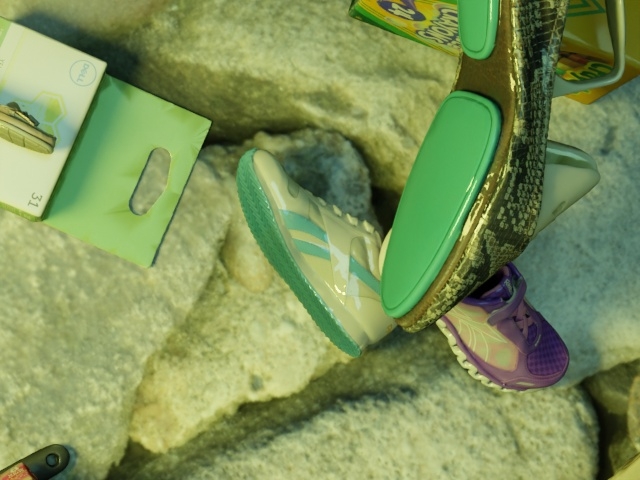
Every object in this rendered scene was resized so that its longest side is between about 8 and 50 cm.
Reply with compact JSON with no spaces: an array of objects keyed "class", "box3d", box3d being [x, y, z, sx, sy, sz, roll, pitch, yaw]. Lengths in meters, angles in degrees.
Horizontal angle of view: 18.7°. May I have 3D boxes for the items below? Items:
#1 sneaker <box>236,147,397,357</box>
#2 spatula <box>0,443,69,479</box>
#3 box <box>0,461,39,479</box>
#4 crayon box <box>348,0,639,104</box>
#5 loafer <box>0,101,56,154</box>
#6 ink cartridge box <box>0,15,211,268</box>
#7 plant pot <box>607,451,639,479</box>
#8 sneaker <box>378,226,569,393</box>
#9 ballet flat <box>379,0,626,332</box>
[{"class":"sneaker","box3d":[0.000,0.000,1.918,0.092,0.087,0.229,-37,97,-17]},{"class":"spatula","box3d":[-0.373,0.272,1.854,0.296,0.030,0.084,-27,92,-11]},{"class":"box","box3d":[-0.342,0.335,1.790,0.257,0.128,0.123,-33,108,-10]},{"class":"crayon box","box3d":[0.203,-0.221,1.905,0.322,0.203,0.083,19,82,-6]},{"class":"loafer","box3d":[-0.306,-0.122,1.848,0.125,0.045,0.039,22,74,0]},{"class":"ink cartridge box","box3d":[-0.244,-0.095,1.903,0.235,0.056,0.171,23,81,-3]},{"class":"plant pot","box3d":[0.438,0.289,1.853,0.334,0.334,0.305,-40,79,-10]},{"class":"sneaker","box3d":[0.167,0.065,1.895,0.236,0.104,0.095,41,59,-22]},{"class":"ballet flat","box3d":[0.185,-0.141,1.745,0.182,0.164,0.483,6,101,-19]}]
